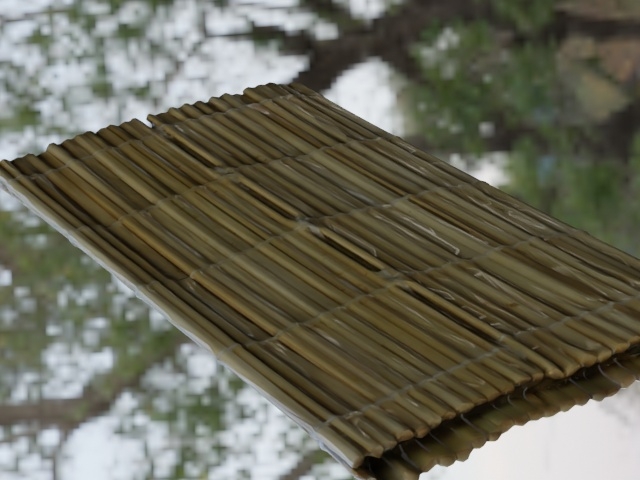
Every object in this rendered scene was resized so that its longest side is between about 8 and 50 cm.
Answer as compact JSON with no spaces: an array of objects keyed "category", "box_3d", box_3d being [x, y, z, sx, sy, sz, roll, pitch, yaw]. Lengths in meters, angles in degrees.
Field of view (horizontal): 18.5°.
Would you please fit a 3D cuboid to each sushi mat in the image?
[{"category":"sushi mat","box_3d":[0.000,0.000,0.720,0.316,0.151,0.019,32,136,56]}]
